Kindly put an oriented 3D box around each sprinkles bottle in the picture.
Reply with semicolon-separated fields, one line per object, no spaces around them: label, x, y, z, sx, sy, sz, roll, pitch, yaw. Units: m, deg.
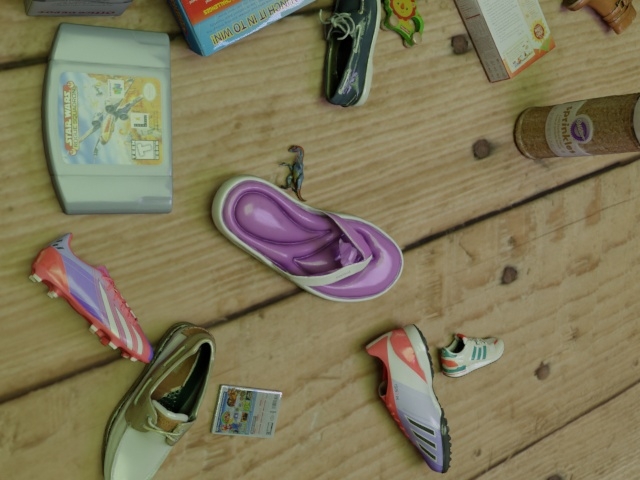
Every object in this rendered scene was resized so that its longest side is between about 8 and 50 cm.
sprinkles bottle;0.559;-0.229;1.459;0.121;0.355;0.121;-2;93;-29

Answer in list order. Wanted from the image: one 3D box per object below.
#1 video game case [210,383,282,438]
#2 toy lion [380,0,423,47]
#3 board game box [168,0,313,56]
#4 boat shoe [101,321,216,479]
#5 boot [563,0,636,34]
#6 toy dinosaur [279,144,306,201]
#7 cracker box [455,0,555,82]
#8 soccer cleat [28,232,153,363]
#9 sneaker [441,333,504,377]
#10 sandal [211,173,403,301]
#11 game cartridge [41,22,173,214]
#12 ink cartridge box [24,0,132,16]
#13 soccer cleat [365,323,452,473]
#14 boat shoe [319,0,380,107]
video game case;-0.133;0.310;1.310;0.122;0.011;0.087;13;87;-28
toy lion;0.165;-0.443;1.424;0.100;0.034;0.096;29;71;-26
board game box;-0.130;-0.503;1.160;0.308;0.086;0.302;-31;122;-13
boat shoe;-0.264;0.279;1.185;0.113;0.103;0.302;27;80;-26
boot;0.650;-0.535;1.657;0.197;0.073;0.152;-41;114;-18
toy dinosaur;-0.046;-0.130;1.332;0.082;0.047;0.090;-67;151;-19
cracker box;0.382;-0.471;1.516;0.156;0.067;0.232;-36;109;-23
soccer cleat;-0.345;0.097;1.150;0.248;0.083;0.095;46;67;-19
sneaker;0.320;0.226;1.523;0.161;0.057;0.075;-21;108;-23
sandal;-0.005;0.015;1.306;0.416;0.102;0.169;21;89;-30
game cartridge;-0.337;-0.189;1.153;0.198;0.062;0.297;-3;94;-32
ink cartridge box;-0.345;-0.394;1.051;0.153;0.208;0.086;-9;94;-28
soccer cleat;0.179;0.325;1.440;0.116;0.108;0.318;-17;104;-4
boat shoe;0.047;-0.374;1.330;0.079;0.095;0.254;-1;102;-39
